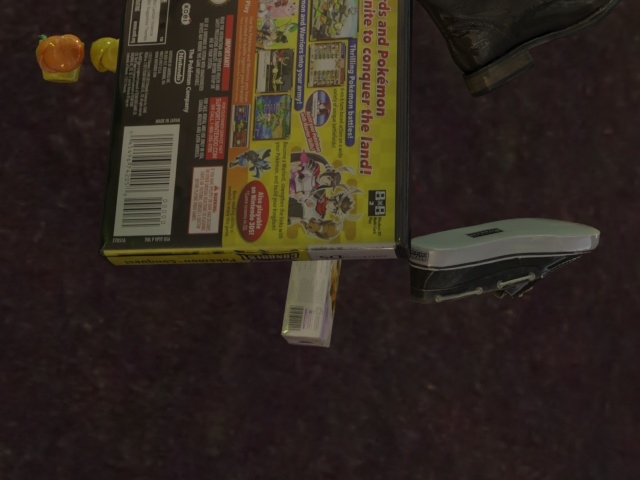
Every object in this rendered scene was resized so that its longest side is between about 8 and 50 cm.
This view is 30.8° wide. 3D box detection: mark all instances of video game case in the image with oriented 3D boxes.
[{"bbox_3d":[-0.049,-0.114,0.959,0.035,0.248,0.274,62,28,-68],"label":"video game case"}]

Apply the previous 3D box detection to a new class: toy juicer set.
[{"bbox_3d":[-0.265,-0.284,1.735,0.329,0.209,0.089,2,91,-5],"label":"toy juicer set"}]

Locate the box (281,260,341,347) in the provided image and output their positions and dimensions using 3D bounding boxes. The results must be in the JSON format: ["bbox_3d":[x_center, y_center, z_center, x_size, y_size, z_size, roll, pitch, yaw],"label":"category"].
[{"bbox_3d":[0.000,0.000,1.763,0.063,0.067,0.323,57,39,-68],"label":"box"}]

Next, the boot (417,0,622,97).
[{"bbox_3d":[0.197,-0.308,1.269,0.263,0.091,0.229,-36,100,-9],"label":"boot"}]

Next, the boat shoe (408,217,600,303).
[{"bbox_3d":[0.189,0.022,1.202,0.219,0.078,0.070,-7,108,-21],"label":"boat shoe"}]
